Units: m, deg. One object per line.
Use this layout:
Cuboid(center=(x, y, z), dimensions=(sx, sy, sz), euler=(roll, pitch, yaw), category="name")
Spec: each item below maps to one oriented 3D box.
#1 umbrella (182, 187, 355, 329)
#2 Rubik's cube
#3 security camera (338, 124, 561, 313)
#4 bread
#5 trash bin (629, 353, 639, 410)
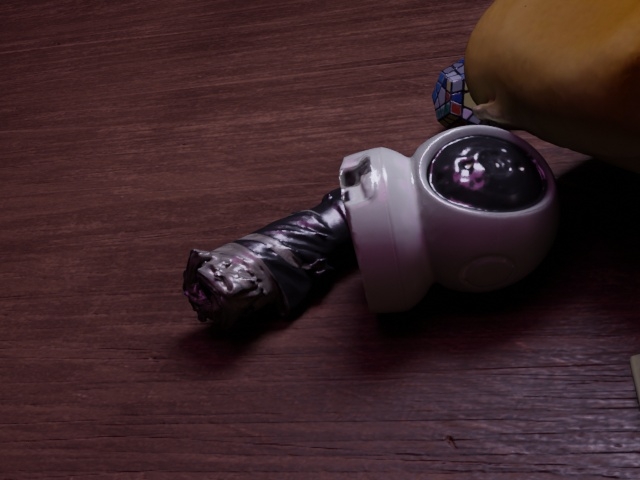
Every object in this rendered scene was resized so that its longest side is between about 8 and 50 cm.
Cuboid(center=(0.003, 0.005, 1.751), dimensions=(0.358, 0.106, 0.113), euler=(-26, 42, -25), category="umbrella")
Cuboid(center=(0.202, -0.188, 1.918), dimensions=(0.111, 0.093, 0.111), euler=(-14, 30, 8), category="Rubik's cube")
Cuboid(center=(0.151, -0.025, 1.620), dimensions=(0.236, 0.194, 0.194), euler=(-9, 33, 6), category="security camera")
Cuboid(center=(0.383, -0.195, 1.599), dimensions=(0.348, 0.253, 0.376), euler=(13, 10, -25), category="bread")
Cuboid(center=(0.332, 0.145, 1.394), dimensions=(0.061, 0.043, 0.092), euler=(-14, 31, 8), category="trash bin")
